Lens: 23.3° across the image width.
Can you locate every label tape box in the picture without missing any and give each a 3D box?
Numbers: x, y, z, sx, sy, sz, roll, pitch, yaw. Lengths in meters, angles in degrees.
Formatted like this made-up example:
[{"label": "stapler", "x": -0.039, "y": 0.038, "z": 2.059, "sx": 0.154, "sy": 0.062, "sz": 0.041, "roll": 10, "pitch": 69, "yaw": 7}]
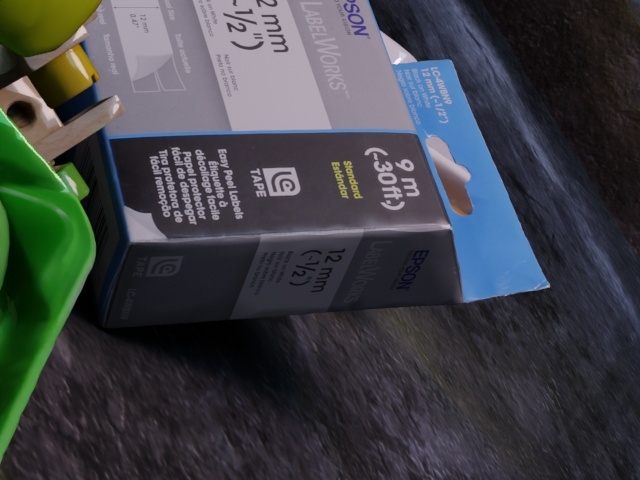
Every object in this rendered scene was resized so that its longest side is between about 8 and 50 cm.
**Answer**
[{"label": "label tape box", "x": -0.008, "y": -0.075, "z": 1.145, "sx": 0.347, "sy": 0.115, "sz": 0.249, "roll": -4, "pitch": 54, "yaw": -20}]

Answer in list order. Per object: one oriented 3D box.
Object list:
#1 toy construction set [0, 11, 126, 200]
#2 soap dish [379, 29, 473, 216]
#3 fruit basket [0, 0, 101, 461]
[{"label": "toy construction set", "x": -0.210, "y": -0.101, "z": 0.887, "sx": 0.309, "sy": 0.257, "sz": 0.237, "roll": -43, "pitch": 114, "yaw": -48}, {"label": "soap dish", "x": 0.026, "y": -0.111, "z": 1.428, "sx": 0.229, "sy": 0.118, "sz": 0.291, "roll": 30, "pitch": 23, "yaw": -36}, {"label": "fruit basket", "x": -0.210, "y": -0.097, "z": 0.628, "sx": 0.392, "sy": 0.392, "sz": 0.283, "roll": 51, "pitch": 22, "yaw": -19}]
